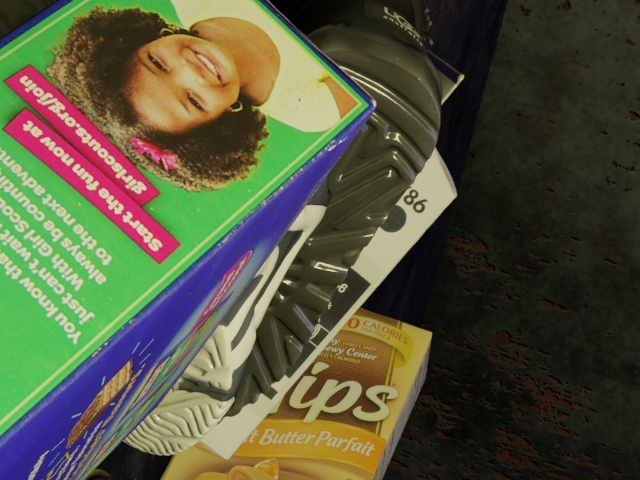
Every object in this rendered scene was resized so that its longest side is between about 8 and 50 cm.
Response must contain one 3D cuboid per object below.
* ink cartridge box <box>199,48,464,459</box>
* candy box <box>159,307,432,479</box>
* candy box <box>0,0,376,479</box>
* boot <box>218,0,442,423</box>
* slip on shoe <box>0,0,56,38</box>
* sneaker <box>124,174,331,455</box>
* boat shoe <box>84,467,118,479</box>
[{"bbox_3d":[0.000,0.000,1.306,0.333,0.065,0.165,-50,-160,7],"label":"ink cartridge box"},{"bbox_3d":[-0.029,0.199,1.645,0.087,0.183,0.316,96,17,-51],"label":"candy box"},{"bbox_3d":[-0.152,0.061,0.654,0.317,0.122,0.268,-46,176,-42],"label":"candy box"},{"bbox_3d":[-0.035,-0.103,1.254,0.367,0.146,0.445,-44,-159,27],"label":"boot"},{"bbox_3d":[-0.126,-0.189,0.750,0.101,0.123,0.331,55,49,-81],"label":"slip on shoe"},{"bbox_3d":[-0.054,0.008,0.974,0.153,0.094,0.235,-49,158,-48],"label":"sneaker"},{"bbox_3d":[-0.149,0.265,1.370,0.307,0.104,0.111,81,29,-66],"label":"boat shoe"}]
